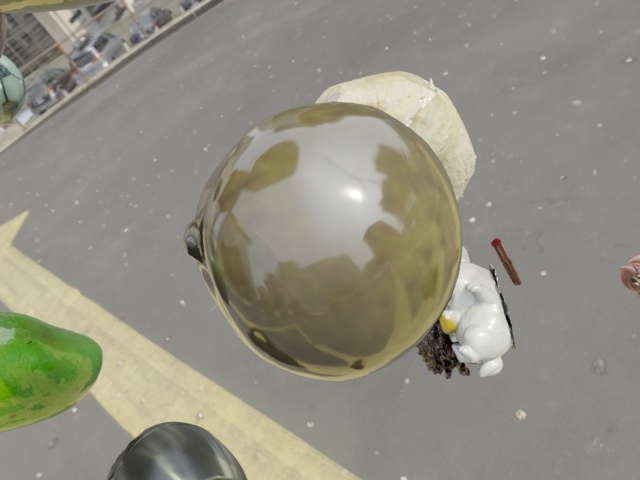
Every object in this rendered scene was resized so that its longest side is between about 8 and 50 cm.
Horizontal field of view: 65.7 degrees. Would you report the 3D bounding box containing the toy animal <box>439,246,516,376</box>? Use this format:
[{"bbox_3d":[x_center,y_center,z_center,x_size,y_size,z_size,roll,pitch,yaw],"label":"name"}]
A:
[{"bbox_3d":[0.355,0.151,1.190,0.154,0.208,0.325,-11,38,7],"label":"toy animal"}]

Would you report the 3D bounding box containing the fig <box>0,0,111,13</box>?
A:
[{"bbox_3d":[-0.229,-0.299,0.372,0.326,0.258,0.258,-31,37,1],"label":"fig"}]

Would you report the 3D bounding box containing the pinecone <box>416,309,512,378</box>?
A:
[{"bbox_3d":[0.404,0.255,1.404,0.292,0.246,0.246,-11,34,-16],"label":"pinecone"}]

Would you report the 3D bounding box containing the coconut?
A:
[{"bbox_3d":[0.152,-0.181,1.127,0.405,0.404,0.404,-20,39,17],"label":"coconut"}]

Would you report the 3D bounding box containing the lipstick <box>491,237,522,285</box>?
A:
[{"bbox_3d":[0.463,0.058,1.227,0.027,0.176,0.027,-24,39,21],"label":"lipstick"}]

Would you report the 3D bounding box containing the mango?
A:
[{"bbox_3d":[-0.596,0.250,0.968,0.201,0.382,0.225,-26,73,23],"label":"mango"}]

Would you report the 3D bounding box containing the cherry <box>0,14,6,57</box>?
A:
[{"bbox_3d":[-0.483,-0.239,0.527,0.261,0.307,0.221,-10,61,-23],"label":"cherry"}]

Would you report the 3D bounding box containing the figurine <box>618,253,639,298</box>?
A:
[{"bbox_3d":[0.767,0.087,1.148,0.126,0.114,0.157,-10,6,32],"label":"figurine"}]

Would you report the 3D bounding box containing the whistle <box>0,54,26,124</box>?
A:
[{"bbox_3d":[-0.673,-0.313,0.982,0.163,0.163,0.289,-38,43,-6],"label":"whistle"}]

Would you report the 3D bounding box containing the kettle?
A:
[{"bbox_3d":[-0.211,0.389,0.752,0.271,0.251,0.207,-13,36,54],"label":"kettle"}]

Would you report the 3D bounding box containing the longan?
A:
[{"bbox_3d":[0.000,0.000,0.613,0.361,0.361,0.361,-20,39,17],"label":"longan"}]
